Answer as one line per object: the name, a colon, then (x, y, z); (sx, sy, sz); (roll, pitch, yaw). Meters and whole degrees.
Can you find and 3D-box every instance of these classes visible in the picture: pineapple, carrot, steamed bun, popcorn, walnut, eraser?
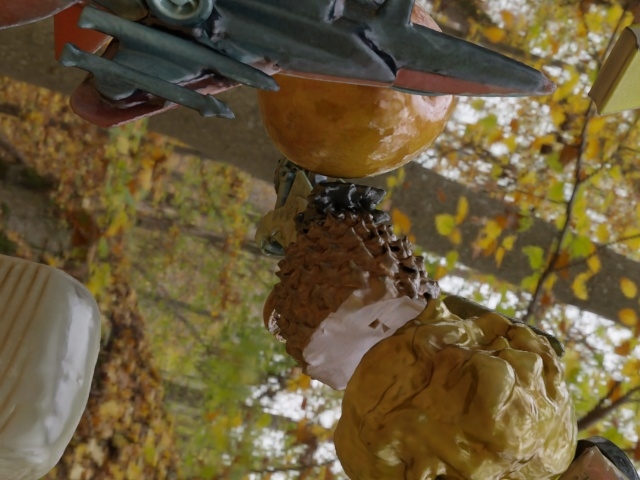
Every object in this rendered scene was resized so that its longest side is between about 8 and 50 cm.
pineapple: (0.033, 0.027, 1.266); (0.357, 0.223, 0.222); (-104, -147, -51)
carrot: (0.331, 0.167, 1.683); (0.358, 0.074, 0.074); (20, -85, 63)
steamed bun: (-0.408, 0.142, 0.899); (0.236, 0.384, 0.247); (92, 2, -55)
popcorn: (0.114, 0.167, 0.817); (0.191, 0.190, 0.253); (-121, -151, -48)
walnut: (-0.027, 0.114, 1.802); (0.087, 0.211, 0.167); (53, -25, 42)
eraser: (0.634, -0.341, 1.764); (0.226, 0.158, 0.069); (99, -27, -63)

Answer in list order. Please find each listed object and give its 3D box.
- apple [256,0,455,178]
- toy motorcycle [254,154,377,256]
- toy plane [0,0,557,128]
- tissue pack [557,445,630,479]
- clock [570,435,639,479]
apple: (0.058, -0.230, 1.301); (0.275, 0.299, 0.298); (0, -106, 48)
toy motorcycle: (0.000, 0.000, 1.684); (0.410, 0.169, 0.237); (53, -55, 43)
toy plane: (-0.020, -0.135, 0.517); (0.104, 0.327, 0.222); (96, 5, -54)
tissue pack: (0.390, 0.433, 1.198); (0.257, 0.123, 0.215); (43, -82, 25)
clock: (0.631, 0.547, 2.010); (0.226, 0.049, 0.225); (167, -90, -70)
